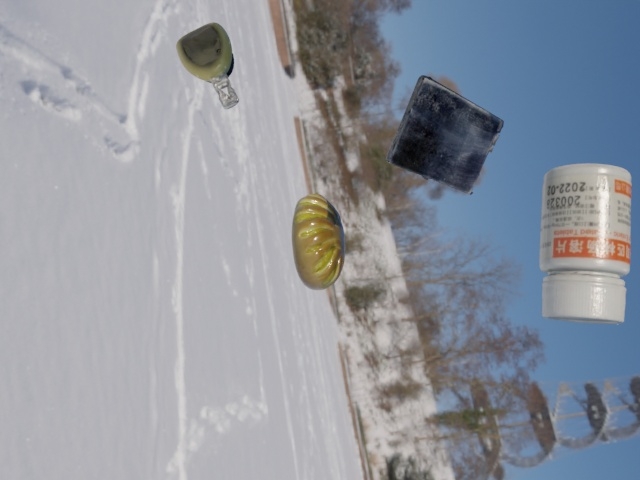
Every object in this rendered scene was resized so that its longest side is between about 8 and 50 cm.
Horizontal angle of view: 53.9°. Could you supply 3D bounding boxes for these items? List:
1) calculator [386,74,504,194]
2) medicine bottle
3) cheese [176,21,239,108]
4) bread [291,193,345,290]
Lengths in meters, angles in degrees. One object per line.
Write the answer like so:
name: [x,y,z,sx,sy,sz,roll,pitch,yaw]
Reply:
calculator: [0.227,-0.181,1.130,0.021,0.261,0.161,31,-78,45]
medicine bottle: [0.436,0.009,1.042,0.144,0.144,0.252,88,8,-84]
cheese: [-0.167,-0.268,0.984,0.036,0.086,0.163,71,-6,-65]
bread: [0.000,0.000,1.365,0.213,0.104,0.214,-6,90,-76]
